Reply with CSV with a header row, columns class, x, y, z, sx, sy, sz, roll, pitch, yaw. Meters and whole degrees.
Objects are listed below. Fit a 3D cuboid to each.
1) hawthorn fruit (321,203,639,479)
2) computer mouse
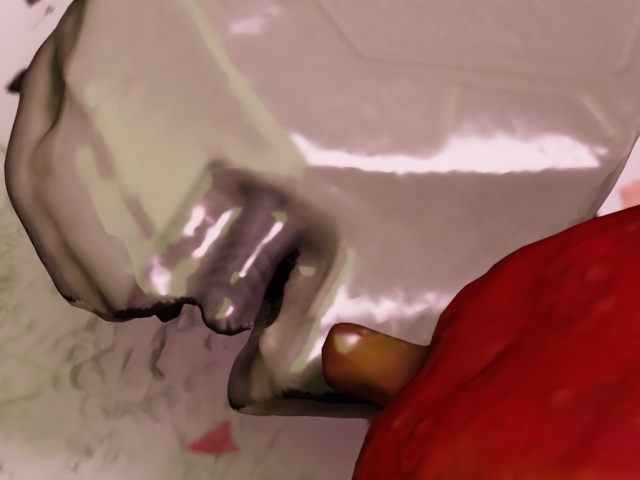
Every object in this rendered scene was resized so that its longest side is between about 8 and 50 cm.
class,x,y,z,sx,sy,sz,roll,pitch,yaw
hawthorn fruit,0.128,0.112,0.500,0.307,0.265,0.265,30,65,25
computer mouse,0.042,-0.111,0.695,0.228,0.145,0.429,31,62,1
